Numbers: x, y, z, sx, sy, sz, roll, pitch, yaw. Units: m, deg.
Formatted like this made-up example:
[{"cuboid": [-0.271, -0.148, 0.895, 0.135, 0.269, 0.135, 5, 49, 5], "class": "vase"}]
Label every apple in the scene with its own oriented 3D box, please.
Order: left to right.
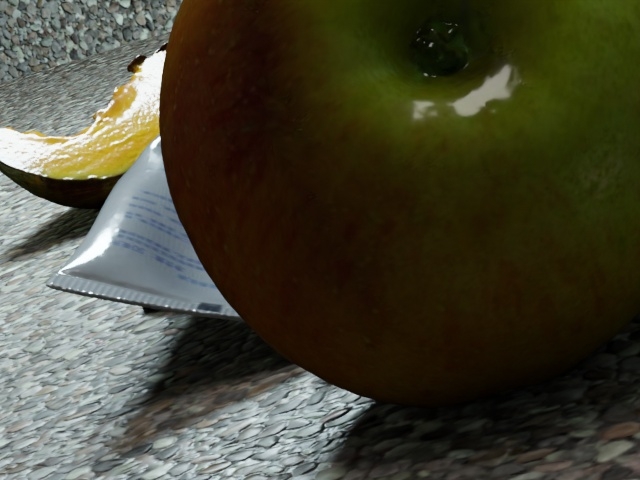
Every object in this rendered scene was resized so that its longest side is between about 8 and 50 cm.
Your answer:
[{"cuboid": [0.070, -0.072, 1.138, 0.339, 0.339, 0.339, -18, 13, 4], "class": "apple"}]

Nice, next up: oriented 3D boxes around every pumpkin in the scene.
[{"cuboid": [-0.225, -0.089, 2.140, 0.312, 0.169, 0.148, -27, 60, -27], "class": "pumpkin"}]

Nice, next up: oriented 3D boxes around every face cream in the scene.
[{"cuboid": [-0.062, -0.019, 1.517, 0.235, 0.137, 0.420, 10, 18, 1], "class": "face cream"}]

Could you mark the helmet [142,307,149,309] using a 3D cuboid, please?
[{"cuboid": [-0.121, 0.024, 1.613, 0.084, 0.049, 0.065, -13, 13, 27], "class": "helmet"}]
